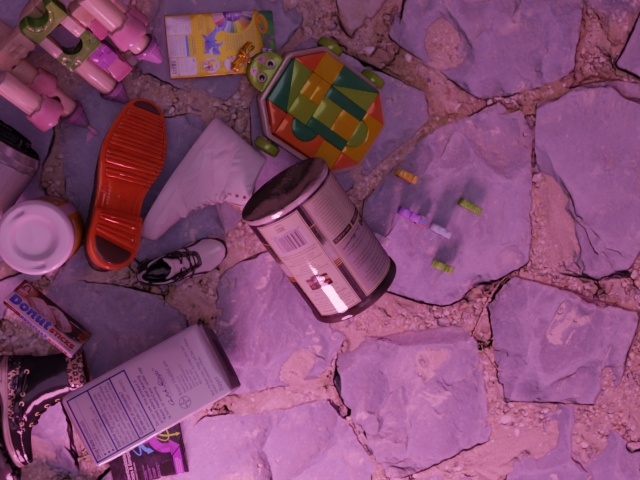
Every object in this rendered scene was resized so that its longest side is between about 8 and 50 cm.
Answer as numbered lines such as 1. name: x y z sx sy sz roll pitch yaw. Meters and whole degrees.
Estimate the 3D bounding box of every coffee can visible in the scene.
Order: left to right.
1. coffee can: 0.000 0.000 1.686 0.201 0.201 0.275 -37 113 -4

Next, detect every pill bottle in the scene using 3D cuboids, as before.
1. pill bottle: -0.529 -0.017 1.605 0.136 0.245 0.136 -1 96 -9

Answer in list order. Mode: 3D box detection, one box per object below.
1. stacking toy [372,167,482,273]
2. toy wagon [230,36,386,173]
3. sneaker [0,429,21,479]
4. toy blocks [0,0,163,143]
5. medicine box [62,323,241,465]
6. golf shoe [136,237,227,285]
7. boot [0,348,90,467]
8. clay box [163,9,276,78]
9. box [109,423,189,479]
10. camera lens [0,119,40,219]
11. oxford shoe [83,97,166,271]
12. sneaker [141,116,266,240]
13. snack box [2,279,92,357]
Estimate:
1. stacking toy: 0.230 -0.040 1.823 0.221 0.052 0.167 24 92 -11
2. toy wagon: -0.029 -0.285 1.725 0.344 0.068 0.267 32 90 -25
3. sneaker: -0.703 0.395 1.694 0.106 0.101 0.267 -18 98 -5
4. toy blocks: -0.456 -0.366 1.625 0.288 0.309 0.260 -42 133 9
5. medicine box: -0.321 0.300 1.649 0.289 0.263 0.149 -28 84 -6
6. golf shoe: -0.284 0.052 1.730 0.198 0.094 0.077 -22 98 -8
7. boot: -0.563 0.341 1.718 0.178 0.085 0.237 -8 96 -10
8. clay box: -0.205 -0.404 1.716 0.222 0.053 0.128 -6 99 -10
9. box: -0.373 0.459 1.788 0.162 0.029 0.116 -11 97 -6
10. camera lens: -0.690 -0.113 1.583 0.219 0.219 0.274 35 89 -11
11. oxford shoe: -0.409 -0.113 1.680 0.130 0.132 0.364 22 71 -26
12. sneaker: -0.232 -0.089 1.717 0.169 0.108 0.293 36 88 -8
13. snack box: -0.558 0.160 1.705 0.178 0.022 0.064 40 54 -2
